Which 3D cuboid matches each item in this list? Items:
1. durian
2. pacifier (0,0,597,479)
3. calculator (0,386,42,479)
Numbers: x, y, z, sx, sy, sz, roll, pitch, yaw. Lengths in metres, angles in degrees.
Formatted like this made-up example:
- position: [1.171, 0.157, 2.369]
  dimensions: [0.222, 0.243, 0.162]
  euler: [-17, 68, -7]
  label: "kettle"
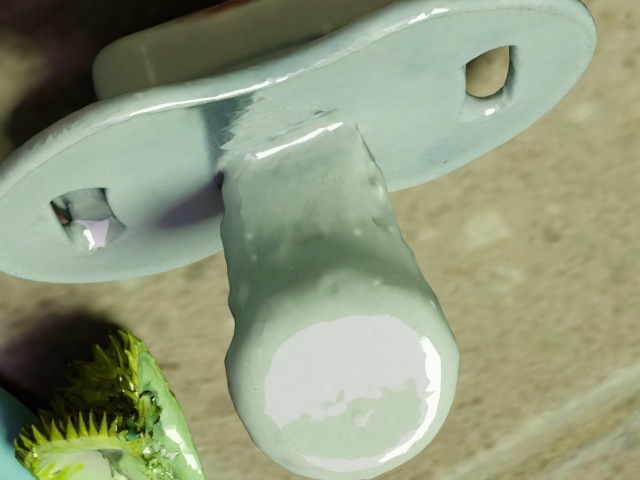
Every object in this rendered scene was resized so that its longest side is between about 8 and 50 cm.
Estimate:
- position: [-0.091, 0.100, 0.961]
  dimensions: [0.086, 0.100, 0.215]
  euler: [-53, 157, -14]
  label: "durian"
- position: [0.000, 0.000, 0.817]
  dimensions: [0.279, 0.207, 0.227]
  euler: [-19, 159, -2]
  label: "pacifier"
- position: [-0.289, 0.125, 0.954]
  dimensions: [0.256, 0.054, 0.386]
  euler: [-34, 144, 14]
  label: "calculator"
